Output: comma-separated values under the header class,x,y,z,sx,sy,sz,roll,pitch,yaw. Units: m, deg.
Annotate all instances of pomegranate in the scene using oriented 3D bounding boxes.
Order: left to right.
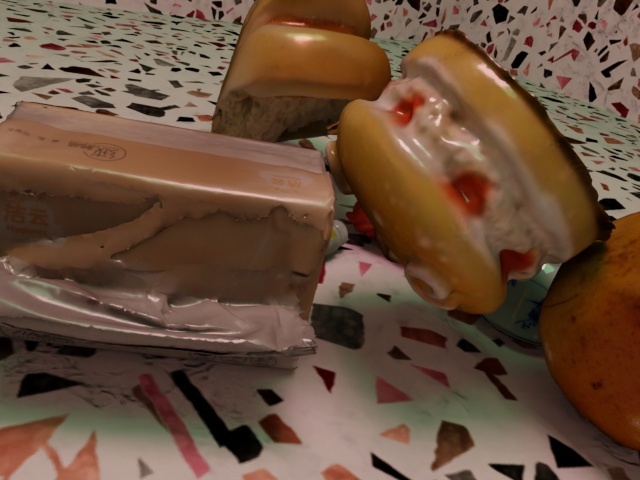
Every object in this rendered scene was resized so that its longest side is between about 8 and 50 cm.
class,x,y,z,sx,sy,sz,roll,pitch,yaw
pomegranate,0.357,0.090,0.598,0.265,0.264,0.264,10,27,-5

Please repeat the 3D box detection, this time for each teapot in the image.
class,x,y,z,sx,sy,sz,roll,pitch,yaw
teapot,0.282,0.043,0.767,0.232,0.158,0.159,14,27,3

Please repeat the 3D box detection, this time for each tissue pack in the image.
class,x,y,z,sx,sy,sz,roll,pitch,yaw
tissue pack,-0.154,0.022,0.553,0.306,0.238,0.238,9,27,-10

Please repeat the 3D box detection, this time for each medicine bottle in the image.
class,x,y,z,sx,sy,sz,roll,pitch,yaw
medicine bottle,0.000,0.000,0.834,0.047,0.047,0.083,27,32,26

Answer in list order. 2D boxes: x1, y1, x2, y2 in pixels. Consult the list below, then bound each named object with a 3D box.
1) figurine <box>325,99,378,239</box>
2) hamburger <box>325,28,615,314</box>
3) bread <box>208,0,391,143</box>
class,x,y,z,sx,sy,sz,roll,pitch,yaw
figurine,0.125,-0.084,0.883,0.208,0.257,0.181,-22,12,18
hamburger,0.135,-0.047,0.617,0.261,0.186,0.303,54,10,20
bread,-0.069,-0.285,1.023,0.329,0.245,0.424,-22,4,-14
